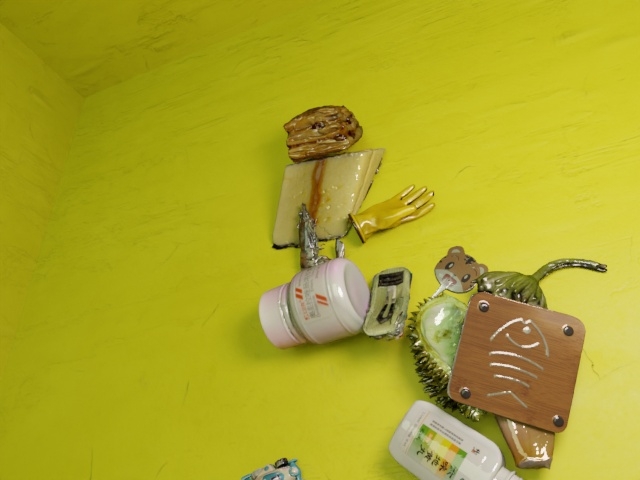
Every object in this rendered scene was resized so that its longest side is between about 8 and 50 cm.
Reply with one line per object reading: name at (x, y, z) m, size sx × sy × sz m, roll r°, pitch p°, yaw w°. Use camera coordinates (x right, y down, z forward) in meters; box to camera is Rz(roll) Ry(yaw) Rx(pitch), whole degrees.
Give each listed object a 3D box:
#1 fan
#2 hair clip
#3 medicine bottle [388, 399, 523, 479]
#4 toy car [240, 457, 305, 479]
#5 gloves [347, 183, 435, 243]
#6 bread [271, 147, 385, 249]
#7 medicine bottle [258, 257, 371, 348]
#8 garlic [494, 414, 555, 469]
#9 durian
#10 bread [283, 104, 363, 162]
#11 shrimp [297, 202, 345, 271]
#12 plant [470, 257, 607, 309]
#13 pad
fan at (0.397, 0.125, 1.568) m, size 0.227 × 0.008 × 0.152 m, roll -44°, pitch 53°, yaw -4°
hair clip at (0.211, 0.201, 1.520) m, size 0.138 × 0.091 × 0.321 m, roll -16°, pitch 24°, yaw 23°
medicine bottle at (0.345, 0.557, 1.271) m, size 0.324 × 0.124 × 0.179 m, roll 28°, pitch 76°, yaw 34°
toy car at (-0.135, 0.693, 1.442) m, size 0.162 × 0.098 × 0.126 m, roll -33°, pitch 55°, yaw 7°
gloves at (0.249, -0.105, 1.727) m, size 0.295 × 0.116 × 0.133 m, roll -27°, pitch 61°, yaw 2°
bread at (0.029, -0.159, 1.909) m, size 0.346 × 0.242 × 0.404 m, roll 9°, pitch 100°, yaw 26°
medicine bottle at (-0.014, 0.206, 1.578) m, size 0.302 × 0.241 × 0.241 m, roll -22°, pitch 54°, yaw 23°
garlic at (0.502, 0.415, 1.279) m, size 0.143 × 0.112 × 0.318 m, roll -9°, pitch 49°, yaw 1°
durian at (0.351, 0.318, 1.386) m, size 0.198 × 0.163 × 0.394 m, roll -13°, pitch 41°, yaw -3°
bread at (0.009, -0.420, 1.904) m, size 0.278 × 0.167 × 0.324 m, roll -10°, pitch 21°, yaw 18°
shrimp at (0.000, 0.000, 1.773) m, size 0.169 × 0.058 × 0.295 m, roll -10°, pitch 78°, yaw 14°
plant at (0.592, 0.144, 1.431) m, size 0.334 × 0.180 × 0.251 m, roll -24°, pitch 40°, yaw -28°
pad at (0.481, 0.292, 1.246) m, size 0.287 × 0.018 × 0.283 m, roll 15°, pitch 80°, yaw 11°
